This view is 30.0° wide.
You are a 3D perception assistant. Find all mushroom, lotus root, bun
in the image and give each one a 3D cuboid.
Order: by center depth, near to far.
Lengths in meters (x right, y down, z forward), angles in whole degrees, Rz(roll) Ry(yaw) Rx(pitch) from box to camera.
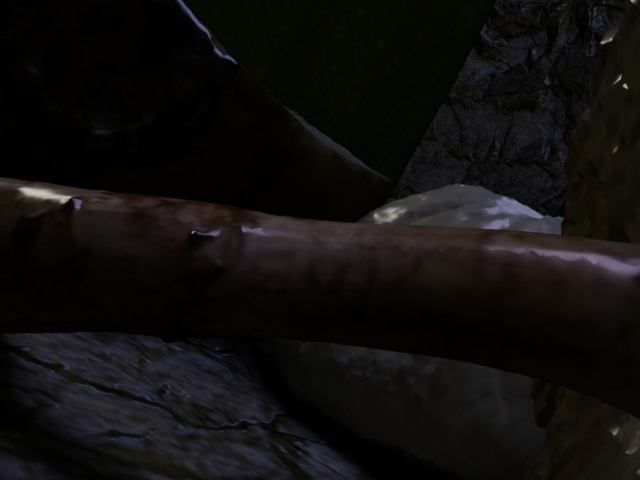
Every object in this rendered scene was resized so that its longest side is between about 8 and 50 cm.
[{"bbox_3d":[0.022,0.040,0.326,0.233,0.301,0.208,-4,74,-86],"label":"mushroom"},{"bbox_3d":[0.088,0.048,0.581,0.220,0.134,0.220,23,3,-1],"label":"bun"},{"bbox_3d":[-0.095,-0.056,0.649,0.267,0.149,0.260,36,3,-3],"label":"lotus root"}]

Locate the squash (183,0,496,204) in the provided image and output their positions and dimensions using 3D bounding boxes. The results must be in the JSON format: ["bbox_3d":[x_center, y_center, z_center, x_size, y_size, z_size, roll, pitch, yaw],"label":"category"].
[{"bbox_3d":[-0.010,-0.173,0.967,0.263,0.384,0.263,27,7,-4],"label":"squash"}]

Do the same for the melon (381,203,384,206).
[{"bbox_3d":[0.000,0.000,0.834,0.130,0.098,0.098,30,3,-33],"label":"melon"}]
